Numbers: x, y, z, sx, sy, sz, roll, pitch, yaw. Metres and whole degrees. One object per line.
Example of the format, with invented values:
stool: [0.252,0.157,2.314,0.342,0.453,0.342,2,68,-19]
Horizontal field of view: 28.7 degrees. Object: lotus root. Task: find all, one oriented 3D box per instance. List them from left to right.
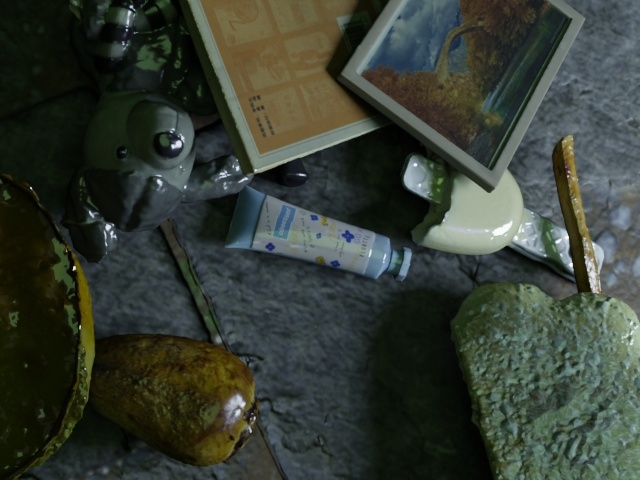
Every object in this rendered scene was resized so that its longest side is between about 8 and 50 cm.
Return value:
lotus root: [-0.146,0.130,1.084,0.191,0.094,0.108,19,43,-4]

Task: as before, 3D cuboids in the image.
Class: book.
book: [-0.013,-0.166,1.136,0.242,0.018,0.170,-23,94,-46]

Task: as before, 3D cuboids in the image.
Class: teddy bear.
teddy bear: [-0.135,-0.110,1.103,0.171,0.144,0.250,-2,84,-28]

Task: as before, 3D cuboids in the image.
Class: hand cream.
hand cream: [0.000,0.000,1.166,0.171,0.043,0.065,16,71,-6]

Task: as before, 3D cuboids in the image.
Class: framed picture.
framed picture: [0.143,-0.187,1.211,0.184,0.016,0.250,37,58,-7]

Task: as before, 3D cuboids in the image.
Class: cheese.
cheese: [0.175,-0.024,1.209,0.235,0.050,0.127,26,68,-17]

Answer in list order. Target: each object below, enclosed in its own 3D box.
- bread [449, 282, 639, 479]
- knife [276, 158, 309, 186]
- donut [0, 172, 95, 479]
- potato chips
bread: [0.238,0.158,1.133,0.207,0.056,0.286,-17,74,-3]
knife: [-0.030,-0.164,1.200,0.060,0.028,0.230,-3,78,-26]
donut: [-0.298,0.078,1.027,0.272,0.107,0.272,-1,82,7]
potato chips: [0.254,-0.001,1.207,0.037,0.026,0.203,-13,87,-37]
